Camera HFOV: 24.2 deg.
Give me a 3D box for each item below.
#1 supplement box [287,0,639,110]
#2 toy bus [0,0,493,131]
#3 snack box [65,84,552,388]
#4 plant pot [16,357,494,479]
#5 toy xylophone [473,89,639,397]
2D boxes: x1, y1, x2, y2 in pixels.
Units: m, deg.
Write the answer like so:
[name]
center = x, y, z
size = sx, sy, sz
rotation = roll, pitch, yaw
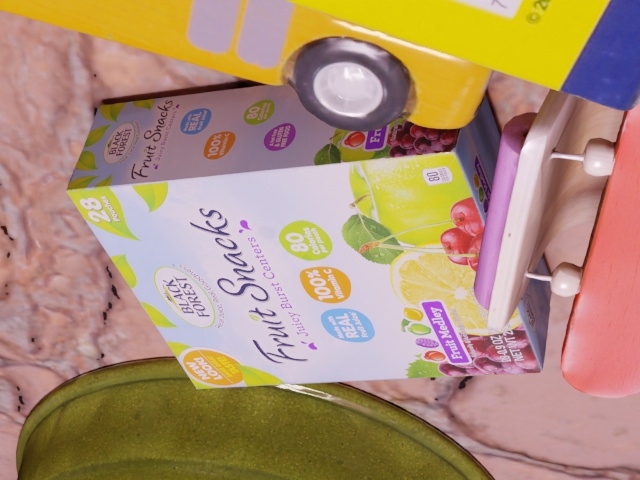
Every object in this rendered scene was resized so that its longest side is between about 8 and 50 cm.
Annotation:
[supplement box]
center = -0.030, -0.216, 0.434
size = 0.356, 0.194, 0.195
rotation = 17, 141, -4
[toy bus]
center = -0.079, -0.154, 0.591
size = 0.332, 0.108, 0.130
rotation = 15, 139, -1
[snack box]
center = 0.000, 0.000, 0.778
size = 0.207, 0.070, 0.174
rotation = -4, 138, 23
[plant pot]
center = -0.072, 0.327, 0.962
size = 0.366, 0.353, 0.366
rotation = 8, 141, 7
[toy xylophone]
center = 0.219, -0.022, 0.548
size = 0.322, 0.081, 0.236
rotation = 4, 139, 11
